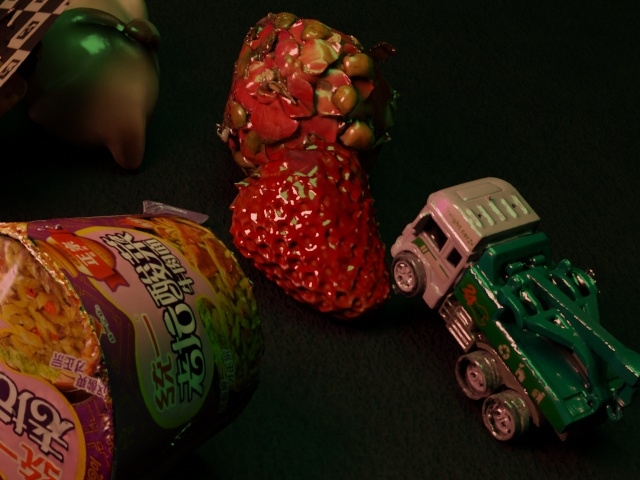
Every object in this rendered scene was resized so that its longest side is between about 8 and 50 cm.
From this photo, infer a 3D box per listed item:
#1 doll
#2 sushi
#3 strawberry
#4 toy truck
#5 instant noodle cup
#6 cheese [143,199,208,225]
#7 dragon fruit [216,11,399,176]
[{"bbox_3d":[-0.355,-0.286,1.839,0.215,0.226,0.370,34,12,-38],"label":"doll"},{"bbox_3d":[-0.432,-0.221,1.627,0.339,0.069,0.320,-2,49,49],"label":"sushi"},{"bbox_3d":[0.000,0.000,1.590,0.205,0.205,0.244,-19,66,-39],"label":"strawberry"},{"bbox_3d":[0.246,0.086,1.480,0.177,0.178,0.363,-15,54,-34],"label":"toy truck"},{"bbox_3d":[-0.228,0.111,1.200,0.340,0.339,0.266,32,29,27],"label":"instant noodle cup"},{"bbox_3d":[-0.214,0.003,1.603,0.105,0.042,0.191,15,30,0],"label":"cheese"},{"bbox_3d":[-0.011,-0.200,1.758,0.269,0.250,0.291,9,-5,-12],"label":"dragon fruit"}]
